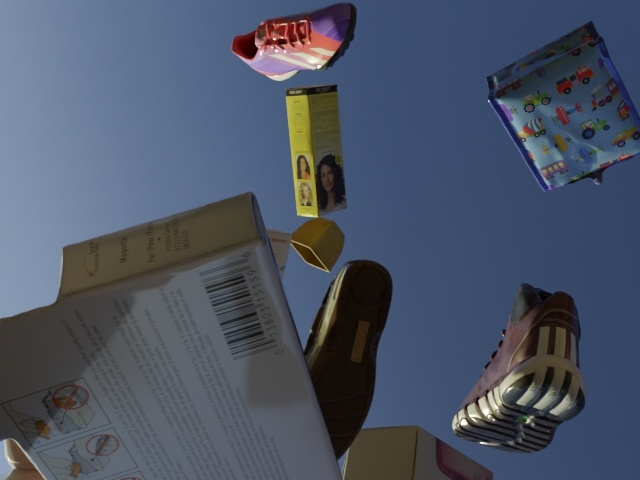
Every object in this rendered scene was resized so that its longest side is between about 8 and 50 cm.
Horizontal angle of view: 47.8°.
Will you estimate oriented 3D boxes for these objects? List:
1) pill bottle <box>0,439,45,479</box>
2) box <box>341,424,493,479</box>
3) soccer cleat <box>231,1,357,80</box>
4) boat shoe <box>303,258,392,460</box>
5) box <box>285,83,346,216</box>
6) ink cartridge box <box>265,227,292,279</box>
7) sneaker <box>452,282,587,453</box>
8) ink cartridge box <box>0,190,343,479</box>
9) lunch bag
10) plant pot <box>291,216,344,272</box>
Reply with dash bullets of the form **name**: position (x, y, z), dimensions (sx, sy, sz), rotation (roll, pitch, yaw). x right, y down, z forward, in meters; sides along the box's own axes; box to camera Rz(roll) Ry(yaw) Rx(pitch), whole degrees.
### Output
- **pill bottle**: position (-0.246, 0.307, 0.694), dimensions (0.146, 0.146, 0.264), rotation (-3, -89, 27)
- **box**: position (0.164, 0.411, 1.206), dimensions (0.148, 0.232, 0.127), rotation (-16, -132, 40)
- **soccer cleat**: position (-0.052, -0.370, 1.330), dimensions (0.318, 0.116, 0.109), rotation (0, -103, 58)
- **boat shoe**: position (0.019, 0.150, 0.886), dimensions (0.257, 0.095, 0.095), rotation (-68, -163, -8)
- **box**: position (-0.006, -0.164, 1.319), dimensions (0.058, 0.087, 0.232), rotation (6, -72, 41)
- **ink cartridge box**: position (-0.111, 0.037, 1.294), dimensions (0.052, 0.088, 0.122), rotation (22, -79, 54)
- **sneaker**: position (0.242, 0.146, 0.851), dimensions (0.106, 0.281, 0.163), rotation (18, -118, 0)
- **ink cartridge box**: position (-0.124, 0.120, 0.510), dimensions (0.238, 0.275, 0.060), rotation (-16, -142, -2)
- **lunch bag**: position (0.488, -0.229, 1.400), dimensions (0.221, 0.293, 0.138), rotation (-26, -157, 24)
- **plant pot**: position (0.000, 0.000, 1.456), dimensions (0.081, 0.081, 0.083), rotation (20, -116, 49)
